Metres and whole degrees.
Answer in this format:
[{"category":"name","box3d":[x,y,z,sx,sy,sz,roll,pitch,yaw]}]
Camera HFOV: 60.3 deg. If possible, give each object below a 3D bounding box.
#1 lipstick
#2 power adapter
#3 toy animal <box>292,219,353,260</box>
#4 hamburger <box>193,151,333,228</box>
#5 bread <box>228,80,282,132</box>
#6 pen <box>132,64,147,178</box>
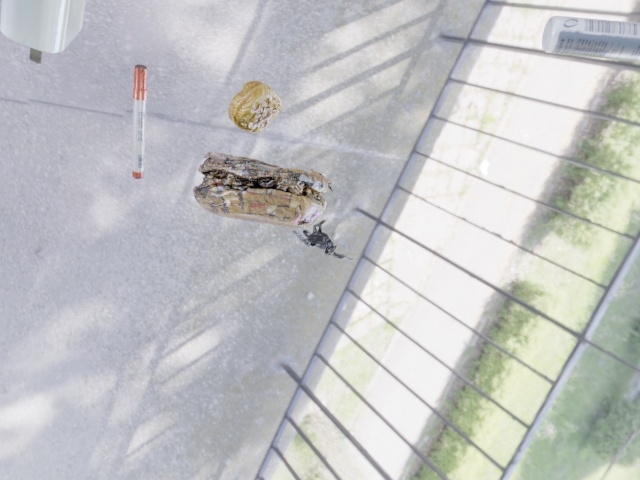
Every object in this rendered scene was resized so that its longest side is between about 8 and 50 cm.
[{"category":"lipstick","box3d":[0.313,-0.215,0.591,0.141,0.040,0.040,8,114,5]},{"category":"power adapter","box3d":[-0.548,-0.480,1.104,0.124,0.187,0.255,18,128,-15]},{"category":"toy animal","box3d":[0.000,0.000,1.303,0.062,0.108,0.220,-42,143,21]},{"category":"hamburger","box3d":[-0.090,-0.077,0.868,0.230,0.231,0.107,11,93,-40]},{"category":"bread","box3d":[-0.106,-0.214,0.890,0.083,0.044,0.110,-45,170,8]},{"category":"pen","box3d":[-0.372,-0.238,1.130,0.028,0.028,0.239,-10,127,-34]}]
